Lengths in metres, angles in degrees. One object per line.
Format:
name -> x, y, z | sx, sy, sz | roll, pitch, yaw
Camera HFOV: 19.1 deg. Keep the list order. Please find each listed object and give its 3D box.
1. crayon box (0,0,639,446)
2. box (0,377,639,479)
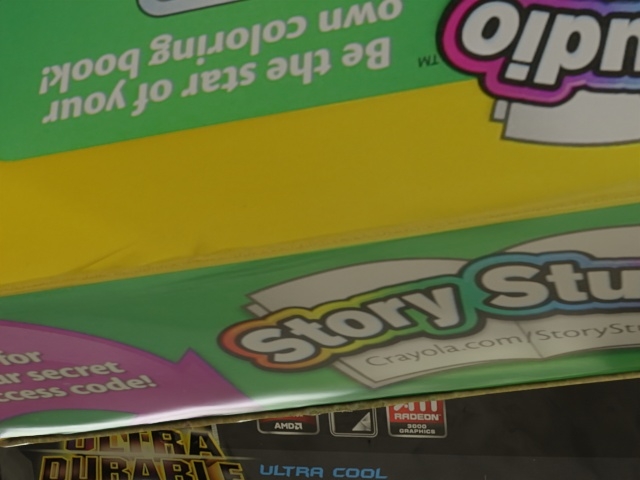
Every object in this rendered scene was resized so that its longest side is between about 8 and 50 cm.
crayon box -> 0.060, -0.118, 0.545 | 0.363, 0.313, 0.106 | -8, -29, 21
box -> 0.000, 0.000, 0.760 | 0.296, 0.073, 0.293 | 1, -70, 14
